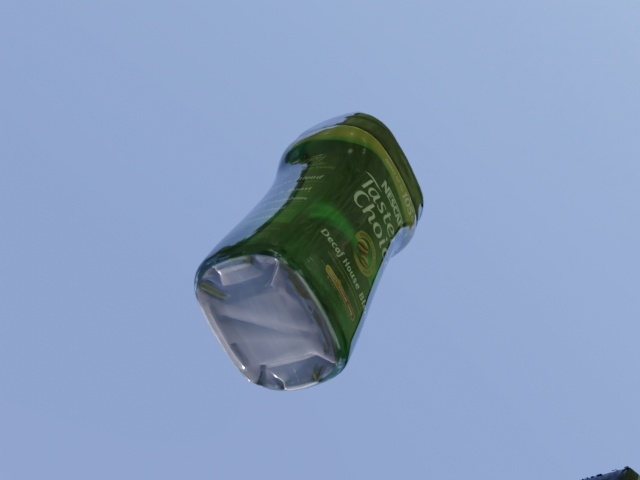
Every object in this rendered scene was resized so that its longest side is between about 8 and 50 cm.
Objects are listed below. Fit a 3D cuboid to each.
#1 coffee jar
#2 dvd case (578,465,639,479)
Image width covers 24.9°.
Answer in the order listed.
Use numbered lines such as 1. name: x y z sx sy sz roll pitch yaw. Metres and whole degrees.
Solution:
1. coffee jar: 0.000 0.000 0.862 0.096 0.079 0.184 61 -149 -21
2. dvd case: 0.228 0.252 0.996 0.253 0.180 0.022 41 -128 -17
